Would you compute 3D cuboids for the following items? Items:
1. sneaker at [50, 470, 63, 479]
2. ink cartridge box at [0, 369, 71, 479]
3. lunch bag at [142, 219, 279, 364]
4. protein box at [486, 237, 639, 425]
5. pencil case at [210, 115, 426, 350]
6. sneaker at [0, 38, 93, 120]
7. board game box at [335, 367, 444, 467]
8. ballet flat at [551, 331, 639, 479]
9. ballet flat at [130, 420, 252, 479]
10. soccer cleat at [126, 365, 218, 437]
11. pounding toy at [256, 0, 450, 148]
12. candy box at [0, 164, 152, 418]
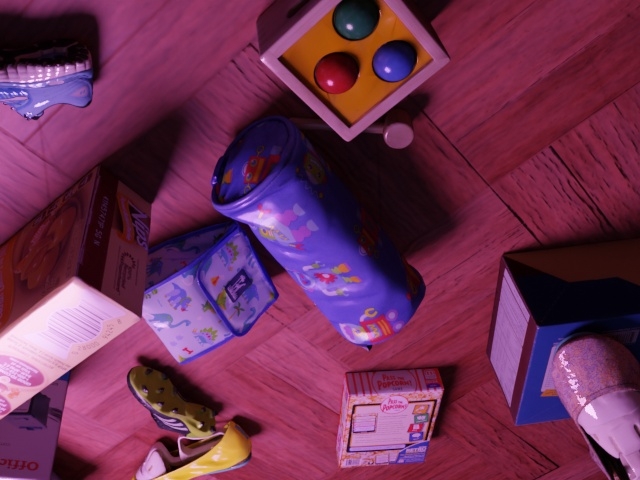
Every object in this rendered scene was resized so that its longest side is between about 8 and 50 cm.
[{"bbox_3d":[-0.539,0.421,1.073,0.322,0.130,0.236,-35,122,21],"label":"sneaker"},{"bbox_3d":[-0.400,0.232,0.883,0.139,0.191,0.082,12,127,-19],"label":"ink cartridge box"},{"bbox_3d":[-0.139,0.058,0.848,0.151,0.096,0.129,-28,128,-4],"label":"lunch bag"},{"bbox_3d":[0.348,0.125,0.950,0.199,0.136,0.201,-7,131,-4],"label":"protein box"},{"bbox_3d":[0.000,0.000,0.799,0.133,0.119,0.306,-15,135,31],"label":"pencil case"},{"bbox_3d":[-0.295,-0.140,0.668,0.162,0.063,0.073,-6,134,-4],"label":"sneaker"},{"bbox_3d":[0.104,0.282,1.105,0.146,0.045,0.194,-1,130,-8],"label":"board game box"},{"bbox_3d":[0.378,0.234,0.886,0.107,0.106,0.316,-28,130,13],"label":"ballet flat"},{"bbox_3d":[-0.219,0.340,1.095,0.230,0.077,0.077,-22,109,6],"label":"ballet flat"},{"bbox_3d":[-0.223,0.240,1.011,0.072,0.060,0.179,-21,132,26],"label":"soccer cleat"},{"bbox_3d":[0.034,-0.150,0.691,0.181,0.094,0.206,-37,126,21],"label":"pounding toy"},{"bbox_3d":[-0.327,0.079,0.769,0.316,0.183,0.087,-34,127,19],"label":"candy box"}]
